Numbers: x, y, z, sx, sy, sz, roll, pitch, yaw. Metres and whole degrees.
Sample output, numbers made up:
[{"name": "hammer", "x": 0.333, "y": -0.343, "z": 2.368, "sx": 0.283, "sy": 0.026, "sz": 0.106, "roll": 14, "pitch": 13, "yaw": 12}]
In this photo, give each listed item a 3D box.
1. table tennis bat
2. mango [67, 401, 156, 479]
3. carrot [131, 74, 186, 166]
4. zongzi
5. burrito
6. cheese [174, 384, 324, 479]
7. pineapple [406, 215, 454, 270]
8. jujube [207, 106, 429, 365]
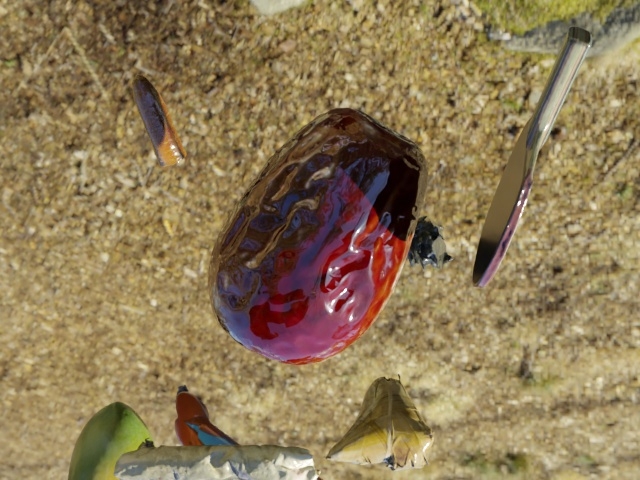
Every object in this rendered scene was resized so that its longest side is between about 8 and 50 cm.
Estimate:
[{"name": "table tennis bat", "x": 0.210, "y": -0.080, "z": 0.816, "sx": 0.023, "sy": 0.173, "sz": 0.301, "roll": 18, "pitch": 129, "yaw": 4}, {"name": "mango", "x": -0.205, "y": 0.294, "z": 0.826, "sx": 0.114, "sy": 0.156, "sz": 0.250, "roll": 7, "pitch": 114, "yaw": 4}, {"name": "carrot", "x": -0.241, "y": -0.181, "z": 1.158, "sx": 0.048, "sy": 0.048, "sz": 0.139, "roll": -6, "pitch": 119, "yaw": 22}, {"name": "zongzi", "x": 0.084, "y": 0.325, "z": 1.396, "sx": 0.198, "sy": 0.194, "sz": 0.099, "roll": 1, "pitch": 116, "yaw": -14}, {"name": "burrito", "x": -0.094, "y": 0.207, "z": 0.714, "sx": 0.186, "sy": 0.041, "sz": 0.045, "roll": -3, "pitch": 114, "yaw": 12}, {"name": "cheese", "x": -0.057, "y": 0.235, "z": 0.776, "sx": 0.256, "sy": 0.037, "sz": 0.106, "roll": 31, "pitch": 127, "yaw": 27}, {"name": "pineapple", "x": 0.091, "y": -0.028, "z": 1.303, "sx": 0.279, "sy": 0.157, "sz": 0.157, "roll": 25, "pitch": 145, "yaw": 15}, {"name": "jujube", "x": 0.000, "y": 0.000, "z": 0.954, "sx": 0.223, "sy": 0.223, "sz": 0.317, "roll": 26, "pitch": 104, "yaw": -17}]
